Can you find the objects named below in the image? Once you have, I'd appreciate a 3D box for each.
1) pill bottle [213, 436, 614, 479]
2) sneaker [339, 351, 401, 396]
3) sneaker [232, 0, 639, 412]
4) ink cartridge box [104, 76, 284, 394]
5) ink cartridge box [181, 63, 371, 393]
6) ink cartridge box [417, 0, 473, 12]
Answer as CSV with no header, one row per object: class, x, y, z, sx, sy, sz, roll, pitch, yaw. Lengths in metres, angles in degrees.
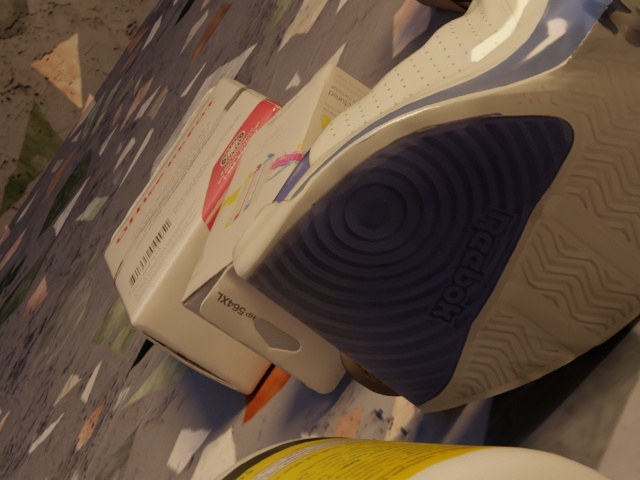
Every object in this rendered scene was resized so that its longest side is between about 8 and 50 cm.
pill bottle,0.035,0.116,0.462,0.119,0.119,0.208,-61,15,-16
sneaker,0.067,-0.004,0.743,0.188,0.066,0.071,-56,-2,-19
sneaker,0.111,-0.083,0.658,0.315,0.127,0.182,-46,14,13
ink cartridge box,-0.056,-0.011,1.042,0.158,0.092,0.218,-56,17,2
ink cartridge box,0.000,0.000,0.851,0.090,0.092,0.143,-39,25,46
ink cartridge box,0.114,-0.251,0.934,0.223,0.129,0.307,-56,16,2
